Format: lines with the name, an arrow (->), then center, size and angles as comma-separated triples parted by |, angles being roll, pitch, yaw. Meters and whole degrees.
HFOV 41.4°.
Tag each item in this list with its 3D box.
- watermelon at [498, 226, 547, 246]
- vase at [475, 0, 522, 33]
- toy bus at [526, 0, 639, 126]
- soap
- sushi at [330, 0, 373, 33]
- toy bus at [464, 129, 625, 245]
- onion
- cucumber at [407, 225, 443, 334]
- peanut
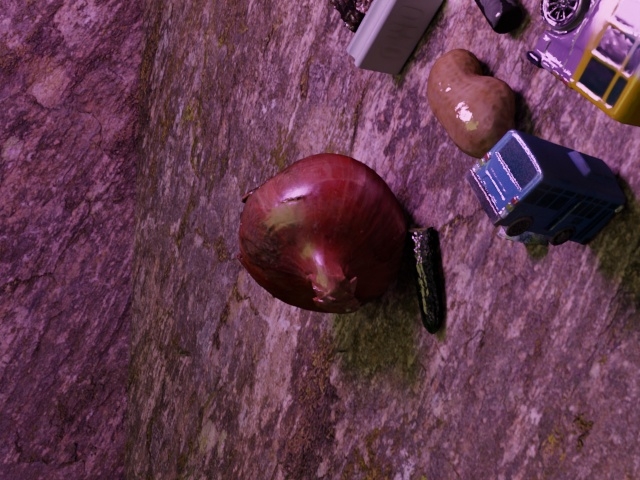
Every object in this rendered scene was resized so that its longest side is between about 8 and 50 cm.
watermelon -> 0.351, -0.020, 1.457 | 0.061, 0.085, 0.085 | 88, 164, -56
vase -> 0.298, -0.465, 1.544 | 0.060, 0.060, 0.211 | -54, 46, 40
toy bus -> 0.493, -0.374, 1.101 | 0.249, 0.209, 0.439 | 55, 132, 43
soap -> 0.151, -0.438, 1.714 | 0.198, 0.119, 0.066 | -58, 45, 37
sushi -> 0.080, -0.528, 1.859 | 0.078, 0.091, 0.150 | -54, 47, 45
toy bus -> 0.350, -0.077, 1.288 | 0.133, 0.234, 0.116 | -50, 48, 32
onion -> 0.002, -0.006, 1.730 | 0.354, 0.354, 0.353 | -6, 82, 57
cucumber -> 0.206, 0.076, 1.654 | 0.058, 0.052, 0.214 | 136, 130, -72
peanut -> 0.269, -0.250, 1.523 | 0.137, 0.122, 0.253 | -33, 50, 5
